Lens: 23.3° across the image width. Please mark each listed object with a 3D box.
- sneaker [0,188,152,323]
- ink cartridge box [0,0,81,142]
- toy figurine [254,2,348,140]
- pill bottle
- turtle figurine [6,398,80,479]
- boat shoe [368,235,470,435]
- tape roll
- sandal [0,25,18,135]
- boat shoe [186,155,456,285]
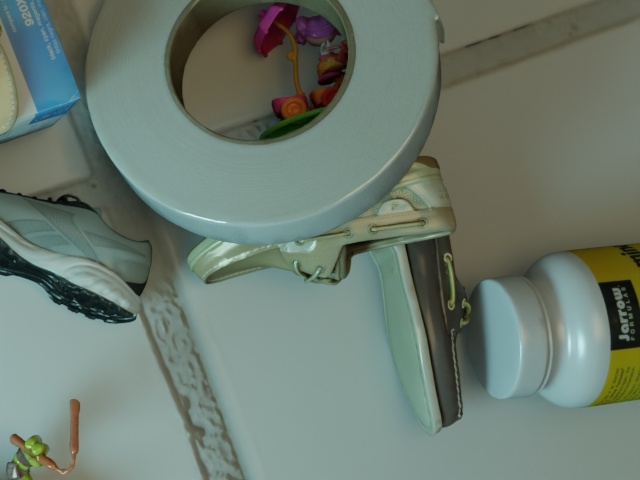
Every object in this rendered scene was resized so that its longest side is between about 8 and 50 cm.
[{"bbox_3d":[-0.305,-0.010,1.678,0.271,0.100,0.108,30,65,-21],"label":"sneaker"},{"bbox_3d":[-0.398,-0.172,1.608,0.233,0.171,0.168,-22,93,-21],"label":"ink cartridge box"},{"bbox_3d":[-0.006,-0.208,1.783,0.173,0.130,0.159,-15,82,-5],"label":"toy figurine"},{"bbox_3d":[0.353,0.099,1.851,0.334,0.188,0.188,-6,88,-21],"label":"pill bottle"},{"bbox_3d":[-0.353,0.287,1.633,0.217,0.087,0.269,9,91,-12],"label":"turtle figurine"},{"bbox_3d":[0.123,0.061,1.813,0.097,0.116,0.324,-12,84,-17],"label":"boat shoe"},{"bbox_3d":[-0.060,-0.186,1.690,0.392,0.072,0.392,-3,71,7],"label":"tape roll"},{"bbox_3d":[-0.355,-0.216,1.493,0.088,0.079,0.240,-21,91,-20],"label":"sandal"},{"bbox_3d":[0.000,0.000,1.724,0.302,0.109,0.098,-19,80,5],"label":"boat shoe"}]
